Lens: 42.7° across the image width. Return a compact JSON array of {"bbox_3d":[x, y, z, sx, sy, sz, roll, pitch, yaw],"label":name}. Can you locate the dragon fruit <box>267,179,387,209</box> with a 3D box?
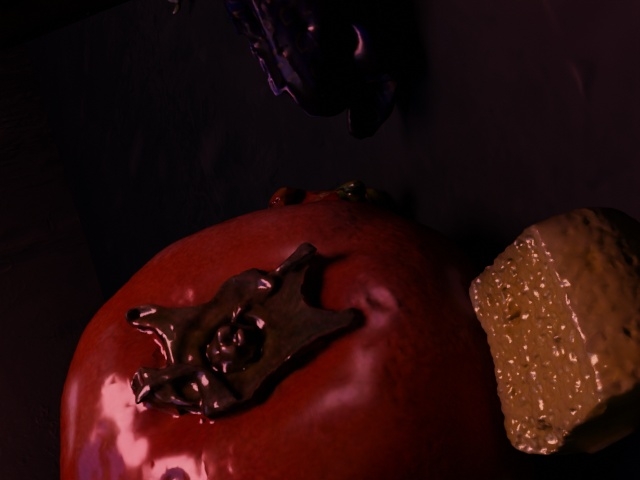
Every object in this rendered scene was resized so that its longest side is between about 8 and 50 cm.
[{"bbox_3d":[0.000,0.000,0.758,0.138,0.142,0.175,44,-173,-16],"label":"dragon fruit"}]

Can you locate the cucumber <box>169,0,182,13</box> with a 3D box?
[{"bbox_3d":[-0.184,-0.386,1.010,0.056,0.056,0.250,56,151,37],"label":"cucumber"}]

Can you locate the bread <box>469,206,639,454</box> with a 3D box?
[{"bbox_3d":[0.152,0.051,0.449,0.129,0.111,0.114,-55,51,55],"label":"bread"}]

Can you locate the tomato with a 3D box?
[{"bbox_3d":[-0.017,0.123,0.595,0.290,0.325,0.293,59,-172,-54],"label":"tomato"}]

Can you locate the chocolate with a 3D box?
[{"bbox_3d":[-0.039,-0.216,0.591,0.126,0.148,0.343,-3,126,34],"label":"chocolate"}]

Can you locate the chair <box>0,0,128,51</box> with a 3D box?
[{"bbox_3d":[-0.043,-0.283,0.286,0.364,0.410,0.362,-15,90,67],"label":"chair"}]

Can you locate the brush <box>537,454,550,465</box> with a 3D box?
[{"bbox_3d":[0.134,0.202,0.688,0.043,0.036,0.248,54,151,21],"label":"brush"}]
